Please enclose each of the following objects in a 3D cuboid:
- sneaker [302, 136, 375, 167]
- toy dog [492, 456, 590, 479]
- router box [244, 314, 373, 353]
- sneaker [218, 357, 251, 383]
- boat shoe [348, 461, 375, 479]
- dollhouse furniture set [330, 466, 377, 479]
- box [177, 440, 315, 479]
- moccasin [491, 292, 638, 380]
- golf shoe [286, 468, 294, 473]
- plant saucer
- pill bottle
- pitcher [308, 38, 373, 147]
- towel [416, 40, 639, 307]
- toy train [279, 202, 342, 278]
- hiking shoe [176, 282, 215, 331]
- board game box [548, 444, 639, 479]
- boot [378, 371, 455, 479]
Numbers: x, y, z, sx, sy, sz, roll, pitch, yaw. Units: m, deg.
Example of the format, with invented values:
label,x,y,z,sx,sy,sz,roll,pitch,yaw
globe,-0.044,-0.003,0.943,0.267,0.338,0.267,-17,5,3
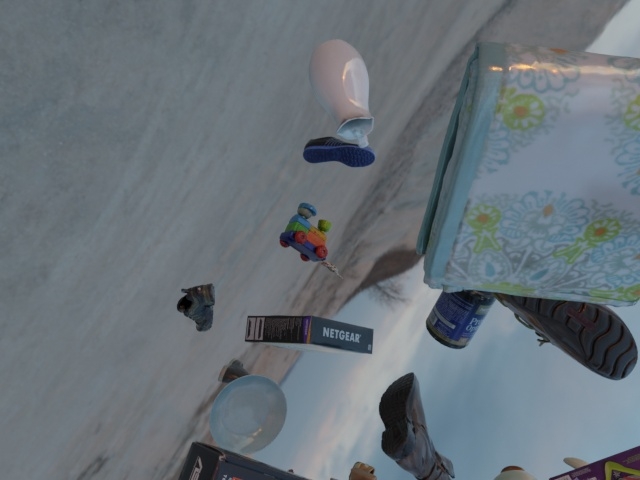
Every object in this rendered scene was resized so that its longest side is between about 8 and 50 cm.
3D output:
label,x,y,z,sx,sy,sz,roll,pitch,yaw
sneaker,0.063,-0.291,2.112,0.090,0.232,0.081,-75,168,-49
toy dog,0.724,0.859,2.096,0.408,0.395,0.284,-7,-149,40
router box,-0.028,0.279,1.947,0.309,0.243,0.081,20,70,-49
sneaker,-0.294,0.499,2.422,0.222,0.118,0.083,-2,115,-84
boat shoe,0.103,0.735,1.914,0.068,0.072,0.190,49,55,-42
dollhouse furniture set,0.071,0.630,1.164,0.362,0.394,0.256,-7,97,-43
box,-0.088,0.495,0.840,0.097,0.318,0.395,-5,-120,53
moccasin,0.514,0.172,1.415,0.139,0.380,0.147,-62,-169,0
golf shoe,-0.106,0.639,1.636,0.067,0.086,0.186,-124,-148,-52
plant saucer,-0.174,0.407,1.570,0.195,0.195,0.037,-59,-154,-7
pill bottle,0.354,0.147,1.620,0.219,0.123,0.123,-67,174,28
pitcher,0.054,-0.313,1.439,0.125,0.207,0.178,-19,163,7
towel,0.305,-0.061,0.826,0.374,0.320,0.090,96,-2,-47
toy train,0.000,0.000,2.083,0.105,0.248,0.143,-12,-130,53
hiking shoe,-0.393,0.209,2.079,0.227,0.114,0.086,105,-18,-47
board game box,0.631,0.490,1.239,0.208,0.347,0.056,-118,-163,-50
boot,0.264,0.528,1.783,0.118,0.223,0.338,-35,-164,26
